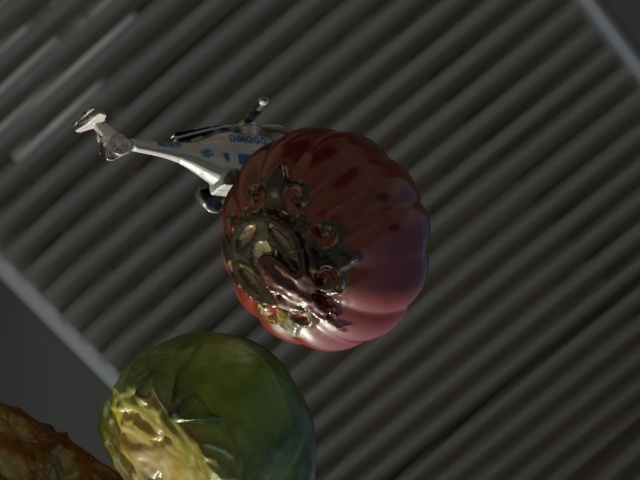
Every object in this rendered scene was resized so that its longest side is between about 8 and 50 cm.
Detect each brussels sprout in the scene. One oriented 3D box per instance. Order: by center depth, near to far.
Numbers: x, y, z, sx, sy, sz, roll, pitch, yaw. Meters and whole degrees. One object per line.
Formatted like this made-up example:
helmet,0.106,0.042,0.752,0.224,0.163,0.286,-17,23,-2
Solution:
brussels sprout,-0.072,0.134,1.274,0.149,0.151,0.122,31,-134,33

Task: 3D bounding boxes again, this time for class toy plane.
toy plane,-0.130,-0.097,2.041,0.182,0.273,0.107,-20,-111,37

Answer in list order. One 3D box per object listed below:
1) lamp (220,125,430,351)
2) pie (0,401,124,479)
lamp,0.000,0.000,1.793,0.227,0.227,0.227,-34,-155,18
pie,-0.243,0.232,1.446,0.092,0.315,0.315,-55,-160,16
